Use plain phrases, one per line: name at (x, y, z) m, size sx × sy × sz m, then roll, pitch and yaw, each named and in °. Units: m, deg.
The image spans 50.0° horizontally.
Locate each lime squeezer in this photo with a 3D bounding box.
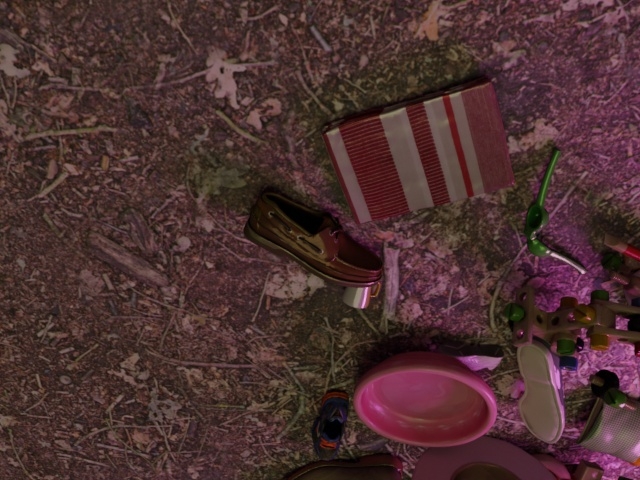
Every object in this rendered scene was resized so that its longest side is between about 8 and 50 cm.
lime squeezer at (0.465, -0.031, 1.387) m, size 0.110 × 0.059 × 0.310 m, roll -17°, pitch 120°, yaw 13°

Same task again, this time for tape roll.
tape roll at (0.399, 0.634, 1.633) m, size 0.392 × 0.392 × 0.072 m, roll 7°, pitch 124°, yaw -3°

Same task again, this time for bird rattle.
bird rattle at (0.595, 0.655, 1.801) m, size 0.253 × 0.143 × 0.207 m, roll -38°, pitch 98°, yaw 20°

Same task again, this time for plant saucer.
plant saucer at (0.244, 0.368, 1.615) m, size 0.332 × 0.084 × 0.332 m, roll 6°, pitch 134°, yaw 6°

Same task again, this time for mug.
mug at (0.087, 0.103, 1.499) m, size 0.062 × 0.078 × 0.064 m, roll 26°, pitch 117°, yaw 24°

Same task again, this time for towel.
towel at (0.191, -0.164, 1.324) m, size 0.329 × 0.037 × 0.237 m, roll -14°, pitch 124°, yaw 13°

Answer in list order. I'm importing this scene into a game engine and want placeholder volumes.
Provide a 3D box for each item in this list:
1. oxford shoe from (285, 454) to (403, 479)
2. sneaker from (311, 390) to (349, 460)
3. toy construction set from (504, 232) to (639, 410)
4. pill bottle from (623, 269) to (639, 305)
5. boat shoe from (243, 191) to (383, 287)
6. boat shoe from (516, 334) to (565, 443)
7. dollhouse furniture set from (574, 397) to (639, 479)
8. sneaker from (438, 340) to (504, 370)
oxford shoe at (0.050, 0.666, 1.821) m, size 0.348 × 0.130 × 0.123 m, roll -18°, pitch 121°, yaw 14°
sneaker at (0.021, 0.481, 1.726) m, size 0.083 × 0.087 × 0.221 m, roll 6°, pitch 123°, yaw -1°
toy construction set at (0.515, 0.130, 1.369) m, size 0.237 × 0.257 × 0.309 m, roll 24°, pitch 90°, yaw -16°
pill bottle at (0.750, 0.178, 1.469) m, size 0.130 × 0.130 × 0.246 m, roll -25°, pitch 119°, yaw 17°
boat shoe at (0.000, 0.000, 1.393) m, size 0.307 × 0.111 × 0.104 m, roll 21°, pitch 123°, yaw -11°
boat shoe at (0.529, 0.339, 1.597) m, size 0.116 × 0.099 × 0.319 m, roll 16°, pitch 132°, yaw 44°
dollhouse furniture set at (0.731, 0.539, 1.641) m, size 0.197 × 0.151 × 0.301 m, roll 17°, pitch 101°, yaw -10°
sneaker at (0.347, 0.275, 1.596) m, size 0.152 × 0.054 × 0.061 m, roll 8°, pitch 126°, yaw -4°
